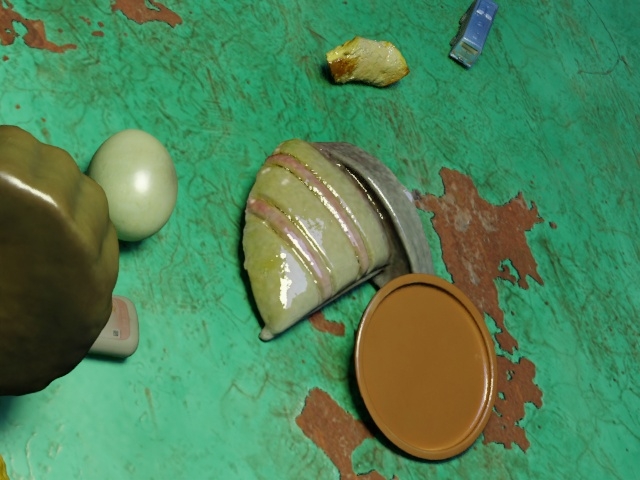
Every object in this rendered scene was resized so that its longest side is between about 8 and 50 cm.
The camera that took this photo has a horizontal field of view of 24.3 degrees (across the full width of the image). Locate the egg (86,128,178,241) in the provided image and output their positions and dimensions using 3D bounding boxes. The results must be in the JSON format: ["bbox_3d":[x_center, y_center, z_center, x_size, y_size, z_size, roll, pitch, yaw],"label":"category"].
[{"bbox_3d":[-0.232,-0.070,1.829,0.114,0.114,0.152,18,47,-29],"label":"egg"}]

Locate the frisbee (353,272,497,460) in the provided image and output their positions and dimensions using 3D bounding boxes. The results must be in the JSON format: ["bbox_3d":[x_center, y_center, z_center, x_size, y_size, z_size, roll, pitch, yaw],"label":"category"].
[{"bbox_3d":[0.141,0.167,1.976,0.251,0.021,0.250,11,71,-35],"label":"frisbee"}]

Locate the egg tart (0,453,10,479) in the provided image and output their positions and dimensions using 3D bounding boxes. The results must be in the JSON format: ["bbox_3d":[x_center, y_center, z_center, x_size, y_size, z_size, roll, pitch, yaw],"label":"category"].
[{"bbox_3d":[-0.416,0.224,1.330,0.443,0.178,0.443,33,23,-16],"label":"egg tart"}]

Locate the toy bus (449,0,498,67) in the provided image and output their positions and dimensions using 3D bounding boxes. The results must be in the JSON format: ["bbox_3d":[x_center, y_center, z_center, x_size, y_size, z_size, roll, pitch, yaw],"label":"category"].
[{"bbox_3d":[0.259,-0.353,2.495,0.051,0.061,0.153,33,45,-8],"label":"toy bus"}]

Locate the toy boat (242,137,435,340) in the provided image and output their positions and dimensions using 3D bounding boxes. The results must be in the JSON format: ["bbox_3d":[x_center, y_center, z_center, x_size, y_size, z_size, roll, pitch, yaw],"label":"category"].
[{"bbox_3d":[0.013,-0.020,1.998,0.293,0.111,0.276,-5,68,-41],"label":"toy boat"}]

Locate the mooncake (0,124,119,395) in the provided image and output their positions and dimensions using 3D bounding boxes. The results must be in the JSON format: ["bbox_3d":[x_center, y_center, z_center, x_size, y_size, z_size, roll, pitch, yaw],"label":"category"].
[{"bbox_3d":[-0.350,0.017,1.534,0.290,0.290,0.161,30,26,-19],"label":"mooncake"}]

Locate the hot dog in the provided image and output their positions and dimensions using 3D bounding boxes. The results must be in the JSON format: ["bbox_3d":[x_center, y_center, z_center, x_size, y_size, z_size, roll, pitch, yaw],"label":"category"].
[{"bbox_3d":[0.060,-0.276,2.266,0.169,0.078,0.061,4,41,-44],"label":"hot dog"}]

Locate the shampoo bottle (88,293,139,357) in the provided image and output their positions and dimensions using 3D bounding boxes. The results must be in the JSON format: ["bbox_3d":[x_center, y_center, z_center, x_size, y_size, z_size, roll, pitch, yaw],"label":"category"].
[{"bbox_3d":[-0.289,0.090,1.716,0.165,0.040,0.080,13,54,-34],"label":"shampoo bottle"}]
